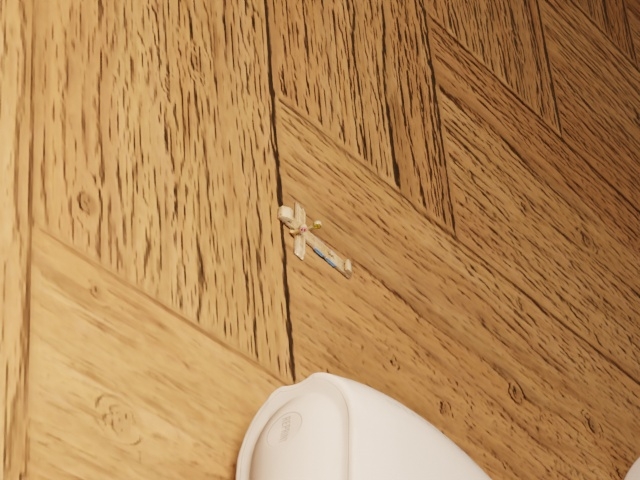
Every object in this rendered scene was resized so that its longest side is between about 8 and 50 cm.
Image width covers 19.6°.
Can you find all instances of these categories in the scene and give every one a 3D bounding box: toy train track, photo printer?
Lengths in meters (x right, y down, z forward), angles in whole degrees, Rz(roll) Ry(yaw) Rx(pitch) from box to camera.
[{"bbox_3d":[0.000,0.000,1.322,0.083,0.014,0.048,42,35,-38],"label":"toy train track"},{"bbox_3d":[0.051,0.244,1.103,0.256,0.107,0.308,43,34,-35],"label":"photo printer"}]

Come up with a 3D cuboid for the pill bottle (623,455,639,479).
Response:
[{"bbox_3d":[0.364,0.271,1.620,0.221,0.124,0.124,44,33,-33],"label":"pill bottle"}]
